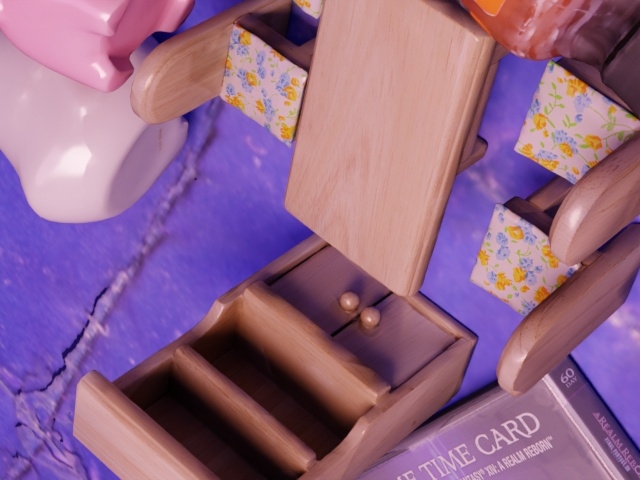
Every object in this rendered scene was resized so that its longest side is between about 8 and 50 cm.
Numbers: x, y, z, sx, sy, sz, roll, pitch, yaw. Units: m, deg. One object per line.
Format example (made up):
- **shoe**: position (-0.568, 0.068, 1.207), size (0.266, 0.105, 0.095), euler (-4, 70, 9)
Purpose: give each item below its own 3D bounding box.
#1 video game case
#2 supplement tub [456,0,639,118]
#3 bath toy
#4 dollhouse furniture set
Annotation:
- **video game case**: position (0.135, 0.198, 0.743), size (0.274, 0.026, 0.196), euler (55, 143, 3)
- **supplement tub**: position (0.066, -0.133, 0.507), size (0.198, 0.106, 0.106), euler (49, 142, 9)
- **bath toy**: position (-0.110, -0.152, 0.659), size (0.129, 0.151, 0.348), euler (31, 145, 12)
- **dollhouse furniture set**: position (0.000, 0.000, 0.630), size (0.212, 0.161, 0.242), euler (37, 139, 23)
